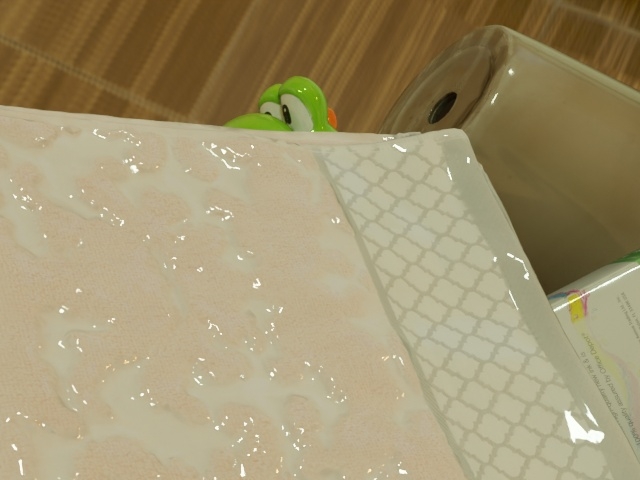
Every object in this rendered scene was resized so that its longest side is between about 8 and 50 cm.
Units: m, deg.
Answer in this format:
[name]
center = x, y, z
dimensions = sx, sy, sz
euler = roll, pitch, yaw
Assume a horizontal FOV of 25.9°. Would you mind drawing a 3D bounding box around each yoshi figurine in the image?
[yoshi figurine]
center = -0.026, 0.007, 1.496
dimensions = 0.203, 0.203, 0.362
euler = -17, 87, 12

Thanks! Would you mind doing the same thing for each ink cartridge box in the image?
[ink cartridge box]
center = 0.217, 0.111, 1.089
dimensions = 0.212, 0.093, 0.154
euler = -27, 91, -7

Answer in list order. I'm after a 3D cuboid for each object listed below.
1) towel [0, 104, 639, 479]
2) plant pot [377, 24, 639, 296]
[towel]
center = -0.008, 0.080, 0.562
dimensions = 0.317, 0.053, 0.332
euler = -2, 53, -31
[plant pot]
center = 0.211, -0.048, 1.327
dimensions = 0.280, 0.323, 0.323
euler = 39, 74, -22
